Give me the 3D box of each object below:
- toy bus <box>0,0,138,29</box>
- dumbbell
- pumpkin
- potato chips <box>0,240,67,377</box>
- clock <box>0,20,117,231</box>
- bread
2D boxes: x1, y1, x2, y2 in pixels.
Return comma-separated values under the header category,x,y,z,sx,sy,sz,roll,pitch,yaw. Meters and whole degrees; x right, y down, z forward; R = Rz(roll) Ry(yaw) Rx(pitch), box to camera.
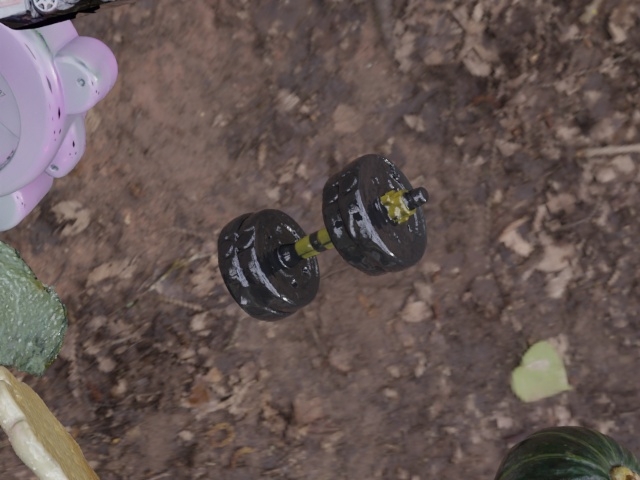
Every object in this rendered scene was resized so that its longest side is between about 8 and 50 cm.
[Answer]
category,x,y,z,sx,sy,sz,roll,pitch,yaw
toy bus,-0.159,-0.205,0.774,0.172,0.057,0.072,-11,103,17
dumbbell,0.000,0.000,1.642,0.185,0.388,0.185,34,43,-39
pumpkin,0.222,0.236,0.904,0.167,0.125,0.167,32,39,-30
potato chips,-0.376,0.069,1.198,0.228,0.167,0.059,45,37,7
clock,-0.318,-0.142,0.991,0.227,0.248,0.090,42,37,-11
bread,-0.461,0.344,1.794,0.054,0.316,0.316,-38,93,-7
